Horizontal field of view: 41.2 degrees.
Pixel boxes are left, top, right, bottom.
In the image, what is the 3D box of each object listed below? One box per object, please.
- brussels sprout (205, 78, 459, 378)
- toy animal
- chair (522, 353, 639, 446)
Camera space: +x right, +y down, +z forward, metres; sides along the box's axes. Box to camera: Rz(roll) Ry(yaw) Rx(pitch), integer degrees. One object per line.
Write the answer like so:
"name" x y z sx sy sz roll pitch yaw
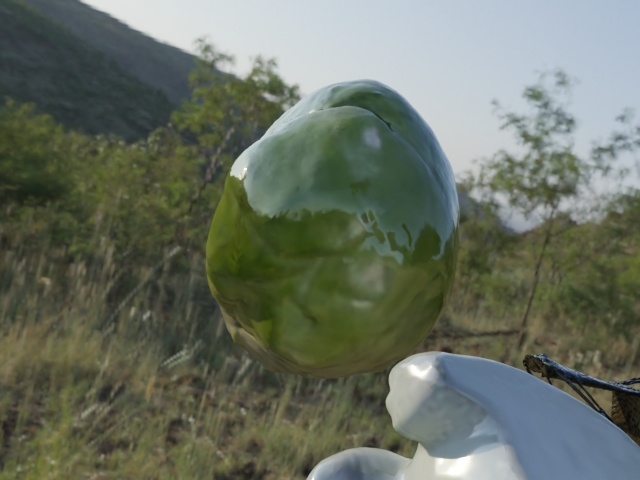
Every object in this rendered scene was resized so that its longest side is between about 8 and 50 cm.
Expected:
"brussels sprout" 0.005 0.000 0.827 0.242 0.317 0.274 21 12 -21
"toy animal" 0.065 0.260 0.546 0.241 0.367 0.196 33 21 -25
"chair" 0.318 0.189 0.897 0.213 0.149 0.174 7 -4 -3
